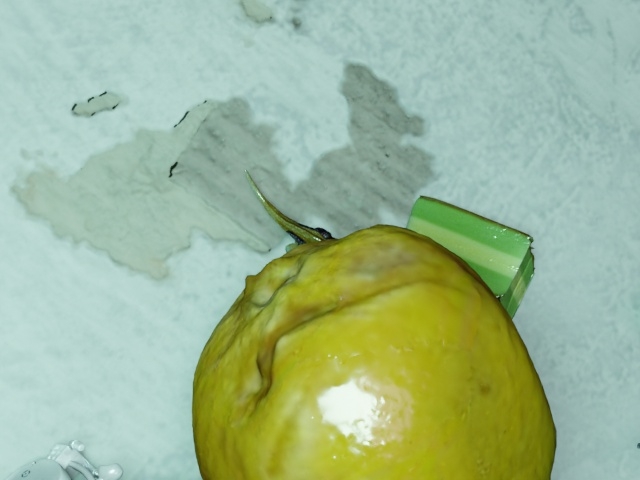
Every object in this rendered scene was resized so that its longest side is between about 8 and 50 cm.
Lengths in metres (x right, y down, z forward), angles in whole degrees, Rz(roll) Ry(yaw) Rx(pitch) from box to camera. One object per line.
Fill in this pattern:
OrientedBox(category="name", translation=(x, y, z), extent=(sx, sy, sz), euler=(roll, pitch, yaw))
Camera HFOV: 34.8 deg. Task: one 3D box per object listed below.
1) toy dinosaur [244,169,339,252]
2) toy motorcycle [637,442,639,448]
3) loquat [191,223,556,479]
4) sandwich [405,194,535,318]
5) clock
OrientedBox(category="toy dinosaur", translation=(-0.001, 0.005, 0.908), extent=(0.180, 0.058, 0.037), euler=(30, 67, 4))
OrientedBox(category="toy motorcycle", translation=(0.447, 0.172, 0.961), extent=(0.358, 0.125, 0.213), euler=(33, 77, -8))
OrientedBox(category="loquat", translation=(0.047, 0.130, 0.781), extent=(0.284, 0.276, 0.276), euler=(36, 74, -21))
OrientedBox(category="sandwich", translation=(0.135, 0.019, 0.960), extent=(0.116, 0.074, 0.074), euler=(24, 75, 23))
OrientedBox(category="clock", translation=(-0.197, 0.200, 0.787), extent=(0.087, 0.129, 0.041), euler=(-46, 124, -33))
